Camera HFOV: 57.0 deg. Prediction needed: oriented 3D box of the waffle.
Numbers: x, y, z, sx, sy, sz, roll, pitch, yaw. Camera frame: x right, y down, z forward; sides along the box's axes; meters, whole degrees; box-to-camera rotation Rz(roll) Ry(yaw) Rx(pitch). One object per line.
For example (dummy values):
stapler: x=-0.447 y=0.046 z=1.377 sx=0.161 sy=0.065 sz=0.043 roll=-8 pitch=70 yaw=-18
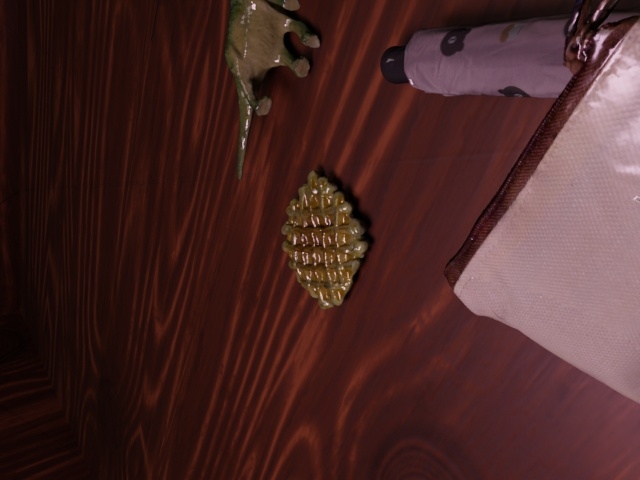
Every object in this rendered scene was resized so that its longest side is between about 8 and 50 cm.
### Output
waffle: x=0.000 y=0.000 z=0.847 sx=0.169 sy=0.036 sz=0.183 roll=52 pitch=135 yaw=31

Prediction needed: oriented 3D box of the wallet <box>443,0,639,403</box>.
wallet: x=0.240 y=0.007 z=0.438 sx=0.275 sy=0.068 sz=0.335 roll=38 pitch=147 yaw=17

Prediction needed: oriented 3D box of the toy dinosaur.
toy dinosaur: x=-0.120 y=-0.337 z=0.867 sx=0.301 sy=0.087 sz=0.447 roll=47 pitch=126 yaw=32

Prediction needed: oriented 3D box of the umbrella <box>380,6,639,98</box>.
umbrella: x=0.184 y=-0.169 z=0.547 sx=0.337 sy=0.067 sz=0.073 roll=18 pitch=102 yaw=49
